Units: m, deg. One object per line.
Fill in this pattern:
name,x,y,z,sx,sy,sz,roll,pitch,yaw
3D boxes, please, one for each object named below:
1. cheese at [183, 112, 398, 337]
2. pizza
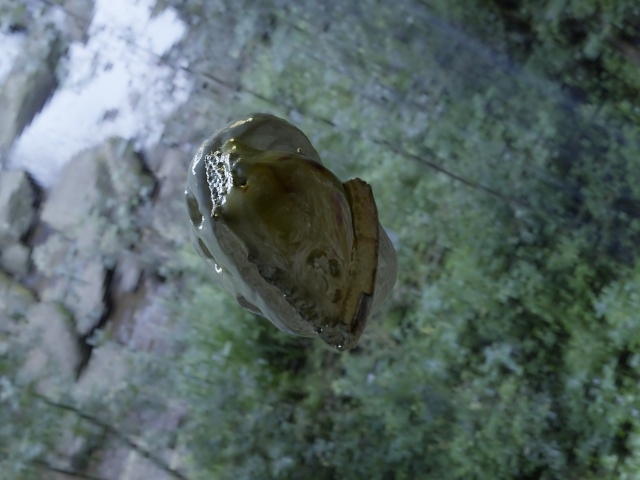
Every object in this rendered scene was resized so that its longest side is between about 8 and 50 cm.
cheese,-0.036,-0.010,1.630,0.248,0.251,0.173,41,73,20
pizza,-0.007,-0.007,1.364,0.080,0.188,0.204,-41,41,34
